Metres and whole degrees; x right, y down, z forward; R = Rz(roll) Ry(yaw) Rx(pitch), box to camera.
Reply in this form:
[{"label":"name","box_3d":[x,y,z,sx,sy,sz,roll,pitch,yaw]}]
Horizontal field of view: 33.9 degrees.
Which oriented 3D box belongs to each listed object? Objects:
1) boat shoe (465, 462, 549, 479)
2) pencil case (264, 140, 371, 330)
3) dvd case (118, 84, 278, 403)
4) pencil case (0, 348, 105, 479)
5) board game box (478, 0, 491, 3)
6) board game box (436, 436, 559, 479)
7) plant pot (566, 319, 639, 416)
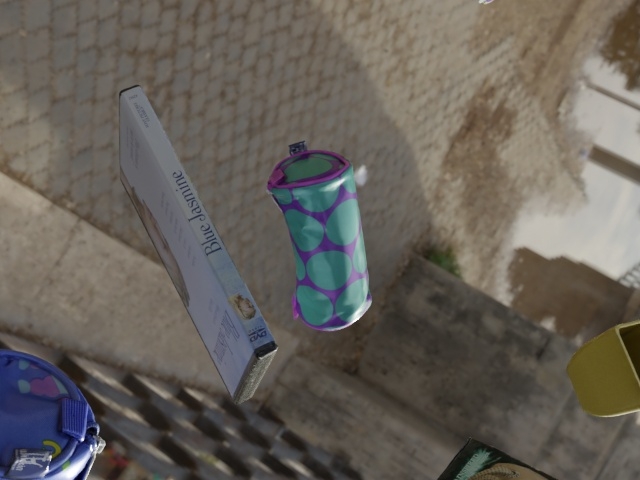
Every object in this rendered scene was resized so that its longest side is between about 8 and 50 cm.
[{"label":"boat shoe","box_3d":[0.112,0.203,0.644,0.123,0.116,0.324,-38,142,18]},{"label":"pencil case","box_3d":[0.000,0.000,0.845,0.064,0.070,0.151,-93,173,-55]},{"label":"dvd case","box_3d":[-0.114,0.011,0.914,0.022,0.253,0.180,-25,166,-19]},{"label":"pencil case","box_3d":[-0.248,0.222,0.819,0.119,0.133,0.306,-89,-167,-52]},{"label":"board game box","box_3d":[0.111,-0.320,0.704,0.142,0.275,0.144,-24,141,12]},{"label":"board game box","box_3d":[0.115,0.242,0.789,0.186,0.126,0.026,-43,139,-30]},{"label":"plant pot","box_3d":[0.290,0.129,1.019,0.081,0.081,0.083,-7,161,-43]}]
